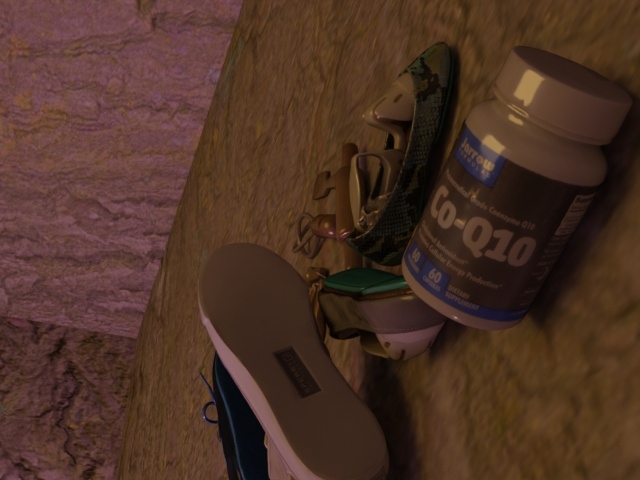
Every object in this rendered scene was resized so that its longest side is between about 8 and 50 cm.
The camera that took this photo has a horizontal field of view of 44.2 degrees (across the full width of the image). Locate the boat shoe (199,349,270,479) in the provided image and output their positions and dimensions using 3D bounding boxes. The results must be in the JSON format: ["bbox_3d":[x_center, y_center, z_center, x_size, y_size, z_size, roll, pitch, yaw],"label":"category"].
[{"bbox_3d":[-0.081,0.194,0.839,0.258,0.109,0.089,-95,20,-52],"label":"boat shoe"}]

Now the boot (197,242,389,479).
[{"bbox_3d":[-0.034,0.124,0.636,0.123,0.095,0.258,97,152,-42],"label":"boot"}]

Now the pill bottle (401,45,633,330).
[{"bbox_3d":[0.102,-0.027,0.420,0.078,0.078,0.137,-103,29,-57],"label":"pill bottle"}]

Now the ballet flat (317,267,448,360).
[{"bbox_3d":[0.055,0.054,0.577,0.213,0.072,0.068,171,83,-74],"label":"ballet flat"}]

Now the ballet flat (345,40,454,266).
[{"bbox_3d":[0.060,-0.075,0.630,0.070,0.070,0.188,172,110,-73],"label":"ballet flat"}]

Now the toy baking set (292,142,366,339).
[{"bbox_3d":[0.002,-0.003,0.832,0.197,0.030,0.256,123,154,-52],"label":"toy baking set"}]
